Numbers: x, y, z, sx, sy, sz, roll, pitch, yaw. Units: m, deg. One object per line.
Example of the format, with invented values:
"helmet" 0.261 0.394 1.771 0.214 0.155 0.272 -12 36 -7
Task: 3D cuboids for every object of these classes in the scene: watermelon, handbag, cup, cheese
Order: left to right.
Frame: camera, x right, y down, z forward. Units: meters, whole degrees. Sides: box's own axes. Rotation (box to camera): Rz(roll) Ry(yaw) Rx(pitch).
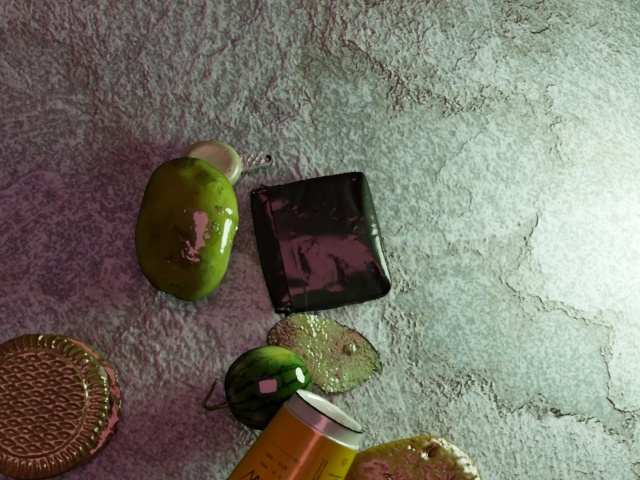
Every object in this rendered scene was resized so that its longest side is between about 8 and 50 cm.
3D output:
"cheese" -0.171 -0.133 2.022 0.171 0.047 0.092 10 73 -5
"watermelon" -0.107 0.252 1.865 0.187 0.141 0.140 -16 76 -11
"cup" -0.056 0.386 1.770 0.196 0.196 0.279 30 91 3
"handbag" 0.000 0.000 1.986 0.223 0.080 0.247 -10 74 -10

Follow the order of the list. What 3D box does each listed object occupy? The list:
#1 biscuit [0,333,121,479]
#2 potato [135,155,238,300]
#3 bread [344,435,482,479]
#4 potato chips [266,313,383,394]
"biscuit" -0.459 0.273 1.843 0.259 0.079 0.259 2 72 -5
"potato" -0.231 -0.023 1.912 0.148 0.186 0.253 10 62 -48
"bread" 0.145 0.445 1.838 0.253 0.142 0.227 -4 66 -7
"potato chips" 0.009 0.201 1.948 0.209 0.026 0.142 2 77 -11
